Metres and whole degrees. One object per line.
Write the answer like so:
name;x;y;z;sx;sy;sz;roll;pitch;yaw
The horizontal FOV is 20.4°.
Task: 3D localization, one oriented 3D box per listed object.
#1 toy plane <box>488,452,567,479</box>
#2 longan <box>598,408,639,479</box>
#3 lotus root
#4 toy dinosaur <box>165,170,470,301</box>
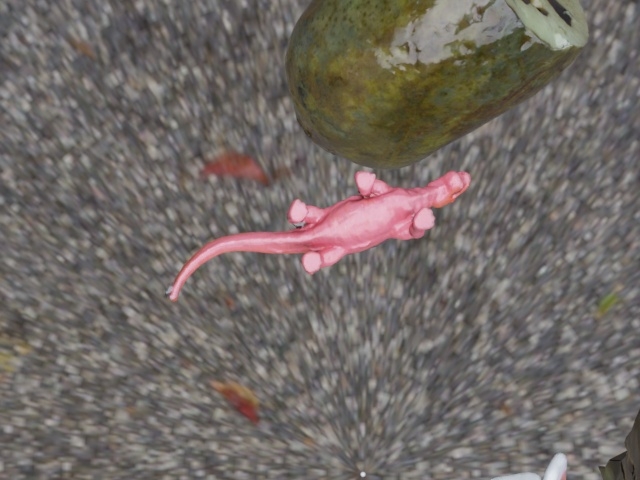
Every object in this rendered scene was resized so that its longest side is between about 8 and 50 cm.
toy plane;0.081;0.207;0.801;0.118;0.252;0.252;12;82;26
longan;0.483;0.294;1.916;0.391;0.391;0.391;0;83;1
lotus root;0.109;-0.224;2.025;0.346;0.250;0.250;-35;81;38
toy dinosaur;0.004;0.000;1.612;0.286;0.139;0.070;-21;81;6
